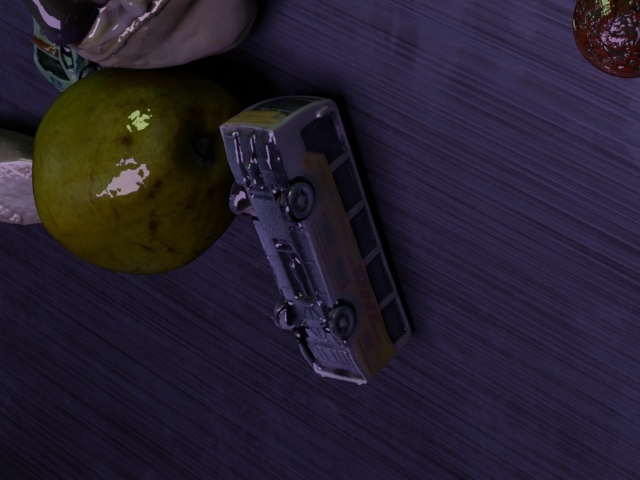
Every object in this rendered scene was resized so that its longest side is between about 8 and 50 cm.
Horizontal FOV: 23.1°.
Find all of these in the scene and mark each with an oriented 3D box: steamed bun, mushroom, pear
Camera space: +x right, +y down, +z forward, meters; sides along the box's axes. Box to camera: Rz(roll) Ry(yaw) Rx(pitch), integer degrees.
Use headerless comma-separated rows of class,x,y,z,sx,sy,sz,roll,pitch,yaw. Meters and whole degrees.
steamed bun,-0.223,-0.319,1.680,0.320,0.206,0.275,50,145,9
mushroom,-0.467,-0.107,2.185,0.350,0.128,0.128,25,136,37
pear,-0.204,-0.088,1.817,0.307,0.253,0.253,-13,110,52

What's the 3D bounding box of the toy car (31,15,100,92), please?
toy car,-0.325,-0.254,1.961,0.093,0.058,0.186,32,139,22

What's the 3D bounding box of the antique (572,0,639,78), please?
antique,0.267,-0.190,1.353,0.104,0.104,0.104,27,137,29

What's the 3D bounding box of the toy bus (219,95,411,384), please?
toy bus,0.000,0.000,1.760,0.097,0.138,0.342,8,127,44
